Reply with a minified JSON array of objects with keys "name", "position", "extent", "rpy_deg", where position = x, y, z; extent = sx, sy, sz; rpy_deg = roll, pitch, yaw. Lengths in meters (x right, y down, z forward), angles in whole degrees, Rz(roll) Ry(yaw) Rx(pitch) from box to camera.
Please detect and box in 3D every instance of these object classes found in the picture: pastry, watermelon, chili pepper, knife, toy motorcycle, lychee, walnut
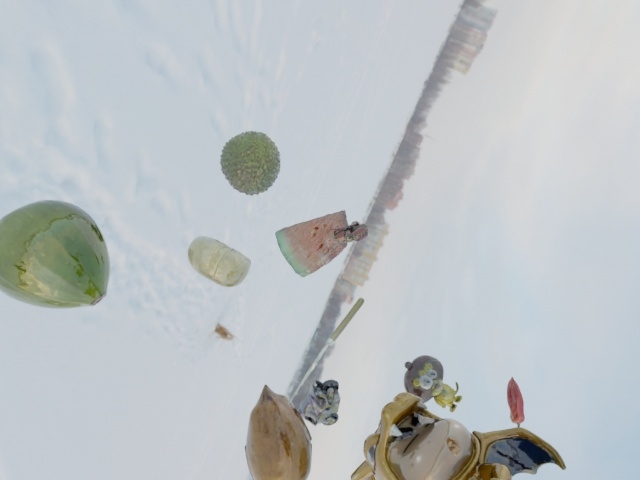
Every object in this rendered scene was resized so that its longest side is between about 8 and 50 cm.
[{"name":"pastry","position":[-0.244,0.048,1.153],"extent":[0.092,0.156,0.156],"rpy_deg":[-56,175,-5]},{"name":"watermelon","position":[0.000,0.000,1.623],"extent":[0.257,0.193,0.140],"rpy_deg":[-31,162,16]},{"name":"chili pepper","position":[0.669,0.564,1.658],"extent":[0.059,0.050,0.191],"rpy_deg":[135,-45,-73]},{"name":"knife","position":[0.013,0.244,1.104],"extent":[0.298,0.017,0.047],"rpy_deg":[-50,171,-20]},{"name":"toy motorcycle","position":[-0.009,0.568,1.670],"extent":[0.073,0.152,0.225],"rpy_deg":[-113,-161,-56]},{"name":"lychee","position":[-0.288,-0.324,2.019],"extent":[0.320,0.270,0.270],"rpy_deg":[8,-112,50]},{"name":"walnut","position":[-0.132,0.610,1.492],"extent":[0.209,0.209,0.336],"rpy_deg":[47,32,-86]}]

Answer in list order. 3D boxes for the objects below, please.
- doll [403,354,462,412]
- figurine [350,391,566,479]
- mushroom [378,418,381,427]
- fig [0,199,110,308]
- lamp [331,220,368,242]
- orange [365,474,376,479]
[{"name":"doll","position":[0.336,0.421,1.446],"extent":[0.096,0.188,0.145],"rpy_deg":[106,0,-70]},{"name":"figurine","position":[0.261,0.543,1.012],"extent":[0.268,0.387,0.401],"rpy_deg":[11,110,-58]},{"name":"mushroom","position":[0.275,0.680,1.750],"extent":[0.080,0.135,0.170],"rpy_deg":[-114,-167,-54]},{"name":"fig","position":[-0.713,0.053,1.311],"extent":[0.316,0.316,0.316],"rpy_deg":[24,90,-86]},{"name":"lamp","position":[0.062,-0.016,0.949],"extent":[0.063,0.031,0.083],"rpy_deg":[-32,-160,-11]},{"name":"orange","position":[0.261,0.741,1.467],"extent":[0.274,0.274,0.274],"rpy_deg":[24,90,-86]}]
